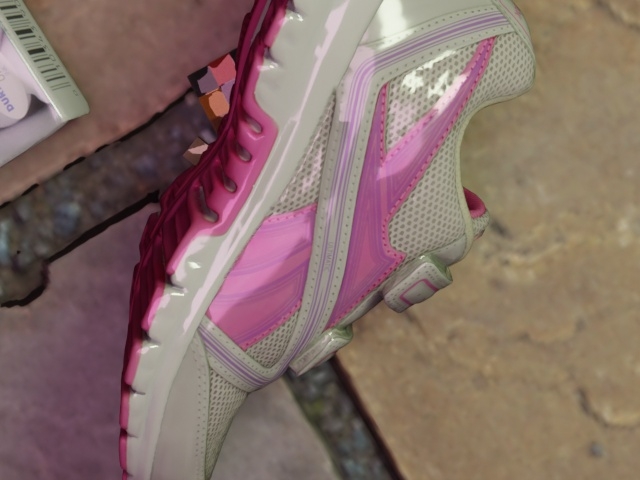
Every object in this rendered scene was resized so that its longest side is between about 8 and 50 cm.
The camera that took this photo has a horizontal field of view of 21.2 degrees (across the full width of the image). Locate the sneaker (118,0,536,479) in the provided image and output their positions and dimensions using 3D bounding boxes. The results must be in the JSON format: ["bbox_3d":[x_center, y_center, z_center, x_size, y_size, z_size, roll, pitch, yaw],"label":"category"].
[{"bbox_3d":[0.000,0.000,0.631,0.111,0.103,0.252,21,113,-13],"label":"sneaker"}]

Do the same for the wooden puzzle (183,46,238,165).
[{"bbox_3d":[-0.019,-0.055,0.674,0.083,0.006,0.049,-27,94,10],"label":"wooden puzzle"}]

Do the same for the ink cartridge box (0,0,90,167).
[{"bbox_3d":[-0.232,-0.083,0.679,0.208,0.045,0.206,-32,94,12],"label":"ink cartridge box"}]
